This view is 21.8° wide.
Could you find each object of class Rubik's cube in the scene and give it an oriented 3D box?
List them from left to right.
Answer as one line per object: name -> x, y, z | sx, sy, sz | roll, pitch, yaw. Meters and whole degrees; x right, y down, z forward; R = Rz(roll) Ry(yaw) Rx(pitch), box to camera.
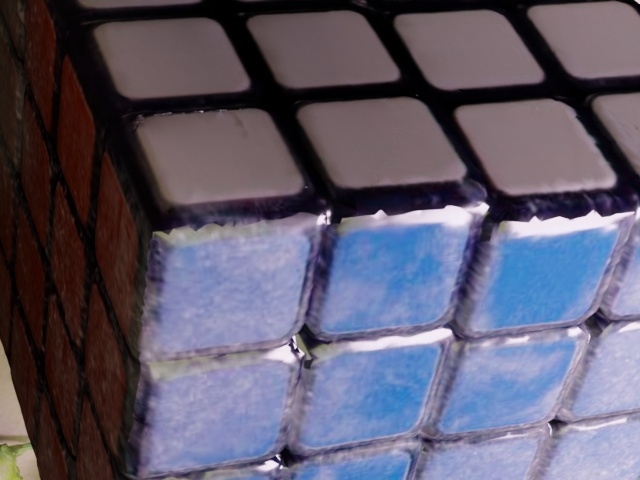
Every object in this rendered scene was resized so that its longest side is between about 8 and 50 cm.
Rubik's cube -> 0.000, 0.000, 0.980 | 0.337, 0.344, 0.344 | -6, 134, -21

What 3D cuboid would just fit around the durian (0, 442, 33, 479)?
durian -> -0.312, 0.141, 1.106 | 0.169, 0.157, 0.355 | -45, 137, -5
